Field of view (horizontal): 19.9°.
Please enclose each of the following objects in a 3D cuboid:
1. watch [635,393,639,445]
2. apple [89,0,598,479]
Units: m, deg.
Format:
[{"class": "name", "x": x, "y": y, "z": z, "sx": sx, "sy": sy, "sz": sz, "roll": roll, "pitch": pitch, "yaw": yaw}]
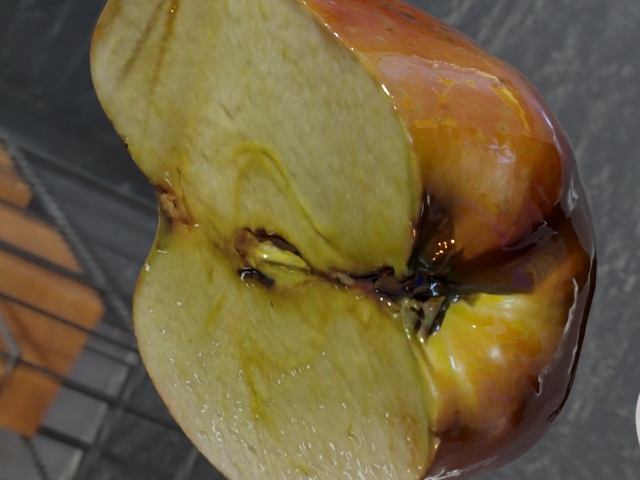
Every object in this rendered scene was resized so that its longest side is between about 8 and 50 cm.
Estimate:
[{"class": "watch", "x": 0.381, "y": 0.160, "z": 1.543, "sx": 0.231, "sy": 0.244, "sz": 0.196, "roll": 58, "pitch": 143, "yaw": 22}, {"class": "apple", "x": 0.000, "y": 0.000, "z": 1.117, "sx": 0.365, "sy": 0.329, "sz": 0.295, "roll": 14, "pitch": 68, "yaw": 53}]
